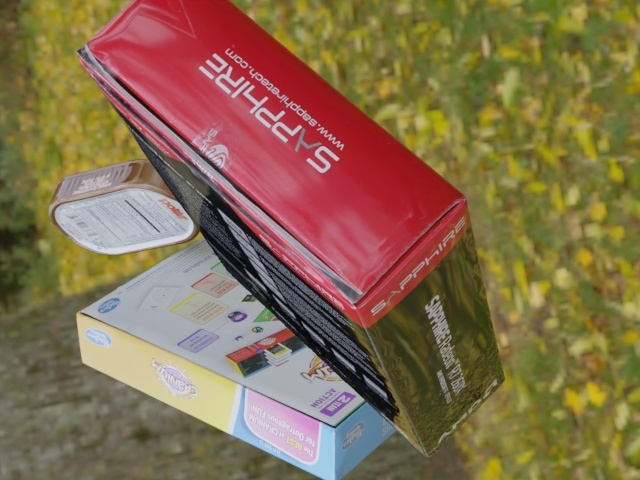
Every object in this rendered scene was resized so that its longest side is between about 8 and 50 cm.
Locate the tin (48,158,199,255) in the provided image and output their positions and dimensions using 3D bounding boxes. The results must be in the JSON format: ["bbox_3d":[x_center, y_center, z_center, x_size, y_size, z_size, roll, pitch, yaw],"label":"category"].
[{"bbox_3d":[-0.200,-0.031,1.498,0.190,0.106,0.040,-11,52,36],"label":"tin"}]

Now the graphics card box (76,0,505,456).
[{"bbox_3d":[0.000,0.000,0.941,0.233,0.094,0.371,41,170,22],"label":"graphics card box"}]

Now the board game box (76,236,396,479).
[{"bbox_3d":[-0.042,0.095,1.423,0.317,0.242,0.064,21,126,32],"label":"board game box"}]
